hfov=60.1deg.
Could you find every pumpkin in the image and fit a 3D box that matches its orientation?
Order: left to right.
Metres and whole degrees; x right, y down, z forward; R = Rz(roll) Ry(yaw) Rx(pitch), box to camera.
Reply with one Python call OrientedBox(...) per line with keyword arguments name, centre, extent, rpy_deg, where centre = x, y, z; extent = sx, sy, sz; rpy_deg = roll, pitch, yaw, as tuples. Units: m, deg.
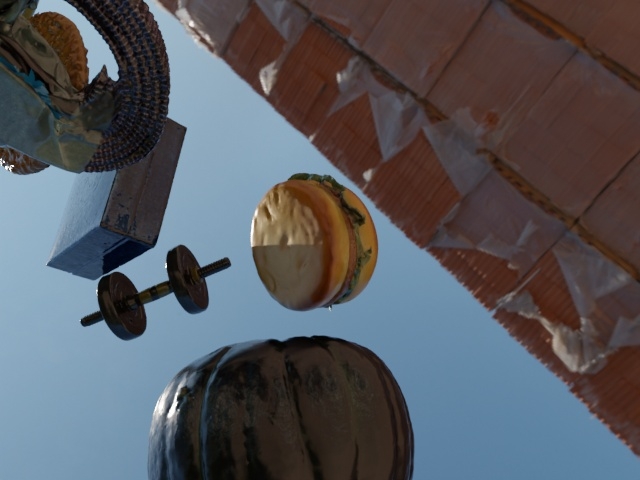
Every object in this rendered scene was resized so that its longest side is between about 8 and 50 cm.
OrientedBox(name="pumpkin", centre=(-0.050, 0.277, 0.753), extent=(0.363, 0.363, 0.266), rpy_deg=(11, -123, -40))

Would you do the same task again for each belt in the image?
OrientedBox(name="belt", centre=(-0.332, -0.231, 0.681), extent=(0.325, 0.260, 0.122), rpy_deg=(49, -170, -35))

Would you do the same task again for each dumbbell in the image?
OrientedBox(name="dumbbell", centre=(-0.329, 0.104, 1.105), extent=(0.143, 0.325, 0.143), rpy_deg=(-22, -90, -87))

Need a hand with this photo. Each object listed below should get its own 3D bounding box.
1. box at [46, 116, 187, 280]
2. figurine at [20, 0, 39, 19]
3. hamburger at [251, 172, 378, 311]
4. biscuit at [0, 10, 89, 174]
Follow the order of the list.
OrientedBox(name="box", centre=(-0.398, -0.086, 1.066), extent=(0.116, 0.278, 0.262), rpy_deg=(24, -121, -35))
OrientedBox(name="figurine", centre=(-0.666, -0.464, 0.833), extent=(0.361, 0.267, 0.377), rpy_deg=(27, -160, 9))
OrientedBox(name="hamburger", centre=(0.001, 0.001, 0.969), extent=(0.169, 0.246, 0.246), rpy_deg=(-5, -132, -43))
OrientedBox(name="biscuit", centre=(-0.437, -0.224, 0.840), extent=(0.254, 0.254, 0.035), rpy_deg=(51, -160, 26))
